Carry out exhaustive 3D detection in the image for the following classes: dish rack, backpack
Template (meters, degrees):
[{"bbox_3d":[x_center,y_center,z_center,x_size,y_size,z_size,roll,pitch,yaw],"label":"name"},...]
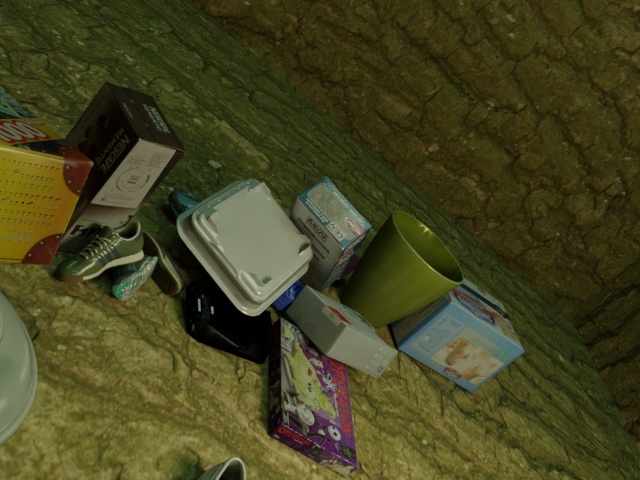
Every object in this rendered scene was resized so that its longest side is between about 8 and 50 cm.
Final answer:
[{"bbox_3d":[-0.152,-0.005,1.693,0.285,0.072,0.333,52,34,-3],"label":"dish rack"},{"bbox_3d":[-0.098,0.111,1.807,0.120,0.101,0.098,49,32,5],"label":"backpack"}]

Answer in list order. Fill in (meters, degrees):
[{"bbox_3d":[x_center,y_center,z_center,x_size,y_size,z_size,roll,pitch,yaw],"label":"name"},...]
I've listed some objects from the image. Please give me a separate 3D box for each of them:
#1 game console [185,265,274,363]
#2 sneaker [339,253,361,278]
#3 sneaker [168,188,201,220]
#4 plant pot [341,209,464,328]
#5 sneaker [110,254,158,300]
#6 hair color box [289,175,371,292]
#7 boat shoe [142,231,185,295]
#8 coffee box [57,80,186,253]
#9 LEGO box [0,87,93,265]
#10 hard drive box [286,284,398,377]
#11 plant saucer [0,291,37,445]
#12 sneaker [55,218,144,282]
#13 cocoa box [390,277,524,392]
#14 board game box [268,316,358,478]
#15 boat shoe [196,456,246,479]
[{"bbox_3d":[-0.206,0.096,1.643,0.213,0.044,0.361,29,37,-36],"label":"game console"},{"bbox_3d":[0.047,0.087,2.170,0.170,0.075,0.063,-20,82,-42],"label":"sneaker"},{"bbox_3d":[-0.249,-0.063,1.807,0.262,0.125,0.104,34,30,-26],"label":"sneaker"},{"bbox_3d":[0.206,0.113,2.076,0.275,0.293,0.274,37,22,-18],"label":"plant pot"},{"bbox_3d":[-0.388,0.064,1.451,0.076,0.065,0.166,27,19,0],"label":"sneaker"},{"bbox_3d":[0.000,0.000,1.886,0.105,0.347,0.174,-38,79,-24],"label":"hair color box"},{"bbox_3d":[-0.341,0.050,1.555,0.152,0.056,0.049,59,17,8],"label":"boat shoe"},{"bbox_3d":[-0.417,-0.133,1.410,0.119,0.297,0.168,11,39,-54],"label":"coffee box"},{"bbox_3d":[-0.650,-0.147,1.031,0.372,0.193,0.500,35,14,31],"label":"LEGO box"},{"bbox_3d":[0.054,0.226,1.790,0.232,0.089,0.181,31,8,-47],"label":"hard drive box"},{"bbox_3d":[-0.554,0.114,0.989,0.400,0.100,0.400,36,23,-18],"label":"plant saucer"},{"bbox_3d":[-0.414,0.011,1.380,0.064,0.086,0.192,27,30,29],"label":"sneaker"},{"bbox_3d":[0.405,0.262,2.243,0.347,0.231,0.228,33,25,-28],"label":"cocoa box"},{"bbox_3d":[-0.021,0.335,1.611,0.208,0.056,0.347,39,21,-24],"label":"board game box"},{"bbox_3d":[-0.163,0.430,1.115,0.095,0.084,0.258,38,19,-19],"label":"boat shoe"}]
